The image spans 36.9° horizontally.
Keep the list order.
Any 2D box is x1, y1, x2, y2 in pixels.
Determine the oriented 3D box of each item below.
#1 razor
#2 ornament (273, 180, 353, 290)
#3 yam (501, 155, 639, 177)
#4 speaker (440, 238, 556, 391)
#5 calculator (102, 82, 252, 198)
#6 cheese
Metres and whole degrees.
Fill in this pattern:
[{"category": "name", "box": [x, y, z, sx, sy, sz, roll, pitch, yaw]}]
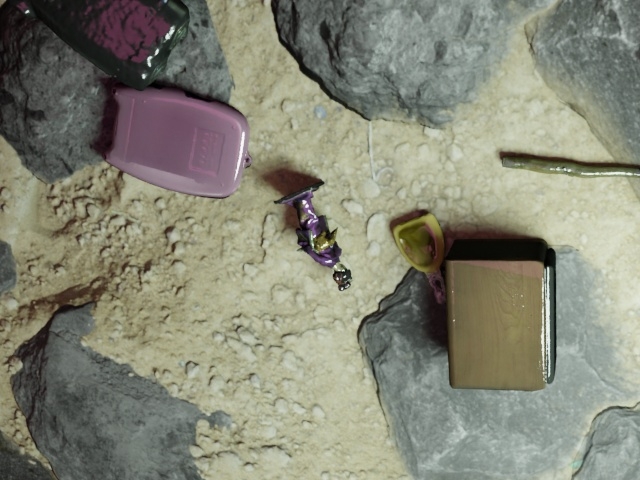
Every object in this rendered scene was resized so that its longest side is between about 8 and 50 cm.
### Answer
[{"category": "razor", "box": [-0.402, -0.423, 1.719, 0.327, 0.107, 0.189, 34, 107, 5]}, {"category": "ornament", "box": [0.001, -0.004, 1.733, 0.088, 0.081, 0.203, -25, 98, 21]}, {"category": "yam", "box": [0.422, -0.120, 1.611, 0.234, 0.029, 0.027, 6, 94, 13]}, {"category": "speaker", "box": [0.305, 0.125, 1.641, 0.193, 0.153, 0.230, -1, 104, 15]}, {"category": "calculator", "box": [-0.266, -0.183, 1.778, 0.294, 0.043, 0.194, 16, 107, 10]}, {"category": "cheese", "box": [0.193, 0.037, 1.711, 0.086, 0.036, 0.162, -20, 98, 20]}]
